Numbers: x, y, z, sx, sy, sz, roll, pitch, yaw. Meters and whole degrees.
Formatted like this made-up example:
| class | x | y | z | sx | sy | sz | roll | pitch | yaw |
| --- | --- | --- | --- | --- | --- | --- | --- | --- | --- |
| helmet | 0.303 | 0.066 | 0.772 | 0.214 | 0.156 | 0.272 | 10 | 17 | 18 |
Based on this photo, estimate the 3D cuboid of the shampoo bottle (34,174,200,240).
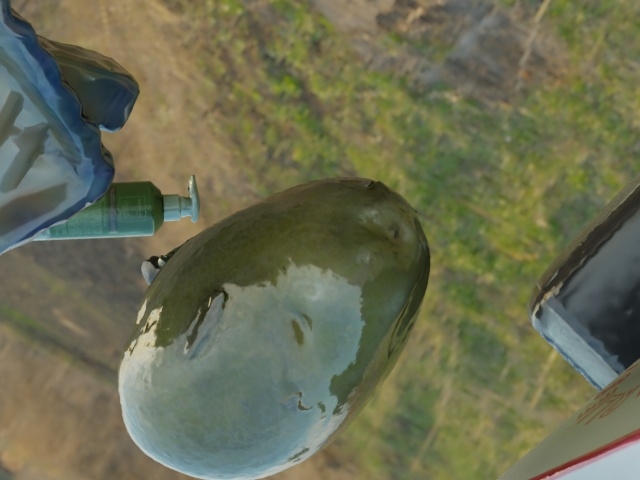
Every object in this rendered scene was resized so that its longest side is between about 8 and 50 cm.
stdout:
| class | x | y | z | sx | sy | sz | roll | pitch | yaw |
| --- | --- | --- | --- | --- | --- | --- | --- | --- | --- |
| shampoo bottle | -0.231 | -0.035 | 1.545 | 0.204 | 0.065 | 0.065 | -2 | 168 | -9 |

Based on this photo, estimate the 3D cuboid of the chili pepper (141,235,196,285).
| class | x | y | z | sx | sy | sz | roll | pitch | yaw |
| --- | --- | --- | --- | --- | --- | --- | --- | --- | --- |
| chili pepper | -0.032 | 0.040 | 1.430 | 0.264 | 0.116 | 0.148 | -6 | -125 | -55 |

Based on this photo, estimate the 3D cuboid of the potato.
| class | x | y | z | sx | sy | sz | roll | pitch | yaw |
| --- | --- | --- | --- | --- | --- | --- | --- | --- | --- |
| potato | -0.027 | 0.055 | 0.906 | 0.160 | 0.235 | 0.178 | 38 | -151 | -10 |

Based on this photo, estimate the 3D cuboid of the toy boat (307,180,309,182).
| class | x | y | z | sx | sy | sz | roll | pitch | yaw |
| --- | --- | --- | --- | --- | --- | --- | --- | --- | --- |
| toy boat | 0.000 | 0.000 | 1.928 | 0.116 | 0.061 | 0.188 | 37 | -158 | -20 |

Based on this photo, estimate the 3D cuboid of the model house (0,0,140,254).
| class | x | y | z | sx | sy | sz | roll | pitch | yaw |
| --- | --- | --- | --- | --- | --- | --- | --- | --- | --- |
| model house | -0.305 | -0.229 | 0.894 | 0.400 | 0.445 | 0.395 | 9 | -156 | -38 |

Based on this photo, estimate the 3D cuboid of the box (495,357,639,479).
| class | x | y | z | sx | sy | sz | roll | pitch | yaw |
| --- | --- | --- | --- | --- | --- | --- | --- | --- | --- |
| box | 0.321 | 0.174 | 0.870 | 0.300 | 0.312 | 0.314 | 52 | 154 | 6 |

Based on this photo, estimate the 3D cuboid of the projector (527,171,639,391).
| class | x | y | z | sx | sy | sz | roll | pitch | yaw |
| --- | --- | --- | --- | --- | --- | --- | --- | --- | --- |
| projector | 0.481 | 0.058 | 1.488 | 0.395 | 0.405 | 0.242 | 44 | -174 | 6 |
